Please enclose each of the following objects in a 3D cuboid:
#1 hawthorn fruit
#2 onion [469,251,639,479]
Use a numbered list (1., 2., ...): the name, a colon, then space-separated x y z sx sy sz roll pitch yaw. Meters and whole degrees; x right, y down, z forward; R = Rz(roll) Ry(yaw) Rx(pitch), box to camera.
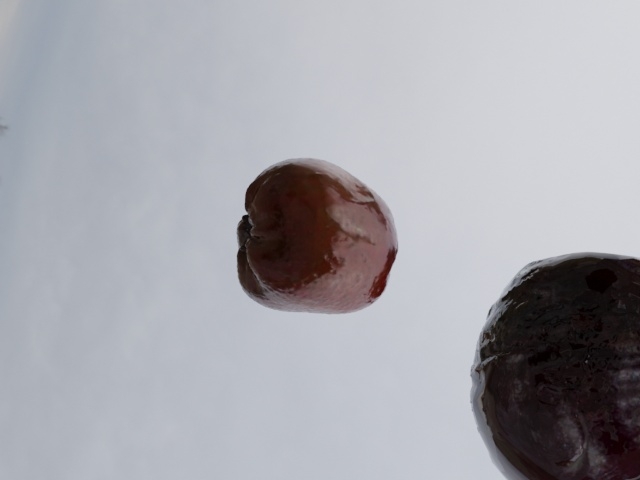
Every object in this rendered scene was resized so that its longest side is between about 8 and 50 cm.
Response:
1. hawthorn fruit: 0.000 0.000 0.649 0.133 0.138 0.133 -171 -90 -74
2. onion: 0.319 0.186 0.820 0.282 0.336 0.260 -20 -142 50
